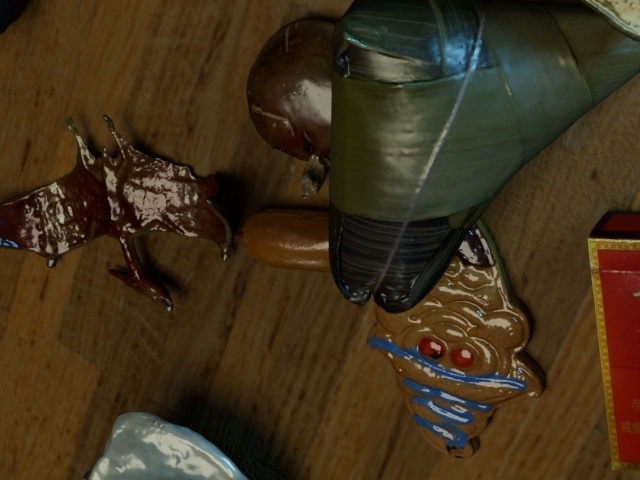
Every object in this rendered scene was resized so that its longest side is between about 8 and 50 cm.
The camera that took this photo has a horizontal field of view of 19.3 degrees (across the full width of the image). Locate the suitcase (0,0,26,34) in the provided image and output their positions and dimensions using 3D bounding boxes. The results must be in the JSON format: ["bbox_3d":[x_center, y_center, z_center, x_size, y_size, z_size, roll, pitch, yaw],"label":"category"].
[{"bbox_3d":[-0.450,-0.308,1.862,0.236,0.161,0.297,-16,105,33],"label":"suitcase"}]

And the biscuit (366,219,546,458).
[{"bbox_3d":[0.129,0.087,1.813,0.183,0.043,0.280,9,118,21],"label":"biscuit"}]

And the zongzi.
[{"bbox_3d":[0.165,-0.073,1.656,0.317,0.154,0.289,4,117,7],"label":"zongzi"}]

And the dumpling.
[{"bbox_3d":[-0.138,0.290,1.990,0.226,0.243,0.175,6,76,6],"label":"dumpling"}]

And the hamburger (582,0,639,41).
[{"bbox_3d":[0.283,-0.245,1.530,0.185,0.131,0.159,38,115,0],"label":"hamburger"}]

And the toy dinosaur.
[{"bbox_3d":[-0.231,-0.025,1.904,0.327,0.113,0.207,22,120,20],"label":"toy dinosaur"}]

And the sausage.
[{"bbox_3d":[0.000,0.000,1.827,0.183,0.054,0.062,4,127,25],"label":"sausage"}]

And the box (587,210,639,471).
[{"bbox_3d":[0.330,0.095,1.689,0.153,0.074,0.240,4,114,31],"label":"box"}]

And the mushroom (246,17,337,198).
[{"bbox_3d":[-0.008,-0.122,1.762,0.135,0.080,0.171,13,114,31],"label":"mushroom"}]
